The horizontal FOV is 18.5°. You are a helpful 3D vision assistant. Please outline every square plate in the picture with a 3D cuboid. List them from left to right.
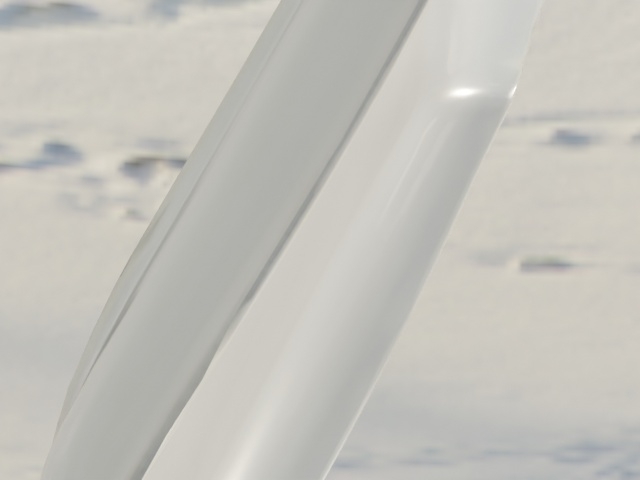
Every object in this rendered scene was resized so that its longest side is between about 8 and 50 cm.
[{"bbox_3d":[0.000,0.000,0.689,0.049,0.347,0.344,25,160,9],"label":"square plate"}]
